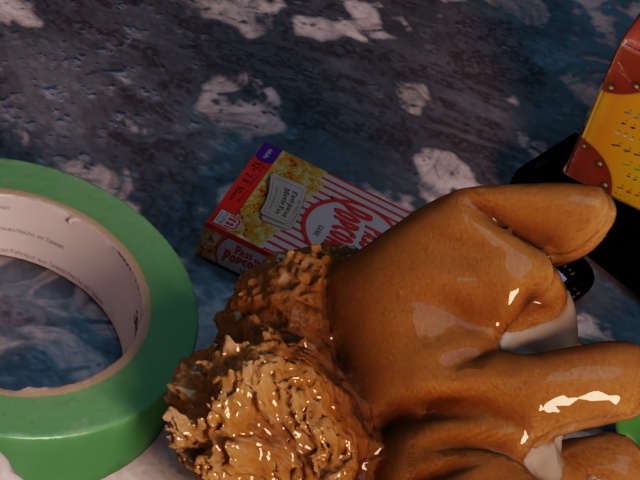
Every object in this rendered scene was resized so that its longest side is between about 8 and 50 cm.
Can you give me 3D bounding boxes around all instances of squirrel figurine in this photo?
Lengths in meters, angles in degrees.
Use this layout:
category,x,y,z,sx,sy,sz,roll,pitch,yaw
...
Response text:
category,x,y,z,sx,sy,sz,roll,pitch,yaw
squirrel figurine,0.073,0.172,1.518,0.397,0.281,0.370,4,52,0

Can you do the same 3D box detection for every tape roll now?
category,x,y,z,sx,sy,sz,roll,pitch,yaw
tape roll,-0.264,0.064,1.578,0.321,0.077,0.321,12,41,-11

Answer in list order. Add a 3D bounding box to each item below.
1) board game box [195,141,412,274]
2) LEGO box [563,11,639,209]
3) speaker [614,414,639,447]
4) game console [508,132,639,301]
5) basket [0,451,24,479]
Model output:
category,x,y,z,sx,sy,sz,roll,pitch,yaw
board game box,0.000,0.000,1.788,0.193,0.045,0.147,26,41,4
LEGO box,0.559,-0.130,1.960,0.500,0.193,0.372,27,46,10
speaker,0.403,0.125,1.767,0.296,0.131,0.131,-24,58,-41
game console,0.243,0.021,1.875,0.213,0.044,0.361,39,44,19
basket,-0.347,0.275,1.166,0.328,0.266,0.331,39,42,19
